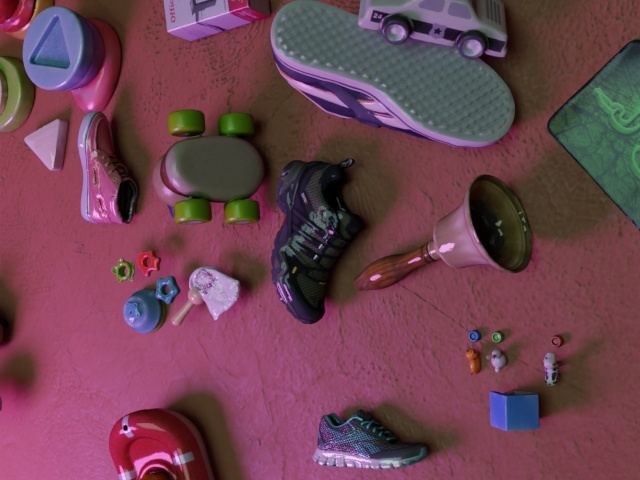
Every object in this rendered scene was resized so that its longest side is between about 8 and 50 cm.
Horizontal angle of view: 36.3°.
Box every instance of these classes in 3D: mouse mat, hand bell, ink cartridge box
[{"bbox_3d":[0.377,-0.123,1.145,0.152,0.007,0.189,-46,70,22],"label":"mouse mat"},{"bbox_3d":[0.135,0.018,1.247,0.242,0.126,0.126,-25,77,41],"label":"hand bell"},{"bbox_3d":[-0.155,-0.365,1.421,0.151,0.063,0.109,-9,85,29],"label":"ink cartridge box"}]

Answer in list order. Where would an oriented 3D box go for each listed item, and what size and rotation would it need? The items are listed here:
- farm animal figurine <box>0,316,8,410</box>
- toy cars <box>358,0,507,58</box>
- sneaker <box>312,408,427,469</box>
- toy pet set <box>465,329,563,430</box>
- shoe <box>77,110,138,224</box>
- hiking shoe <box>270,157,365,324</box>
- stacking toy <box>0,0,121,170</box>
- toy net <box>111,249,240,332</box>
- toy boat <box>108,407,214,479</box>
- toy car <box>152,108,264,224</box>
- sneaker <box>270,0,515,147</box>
[{"bbox_3d":[-0.680,0.172,1.676,0.327,0.172,0.330,-9,77,18],"label":"farm animal figurine"},{"bbox_3d":[0.073,-0.353,1.218,0.394,0.176,0.087,41,141,24],"label":"toy cars"},{"bbox_3d":[0.062,0.263,1.296,0.167,0.065,0.076,-3,84,29],"label":"sneaker"},{"bbox_3d":[0.229,0.171,1.195,0.122,0.065,0.114,-1,89,31],"label":"toy pet set"},{"bbox_3d":[-0.328,-0.112,1.524,0.081,0.063,0.177,6,98,29],"label":"shoe"},{"bbox_3d":[0.000,0.000,1.317,0.114,0.086,0.226,-3,87,33],"label":"hiking shoe"},{"bbox_3d":[-0.492,-0.284,1.578,0.309,0.130,0.279,34,106,26],"label":"stacking toy"},{"bbox_3d":[-0.209,0.070,1.465,0.232,0.045,0.122,-10,83,28],"label":"toy net"},{"bbox_3d":[-0.247,0.362,1.421,0.151,0.151,0.231,-24,78,28],"label":"toy boat"},{"bbox_3d":[-0.183,-0.091,1.425,0.188,0.149,0.155,-16,77,58],"label":"toy car"},{"bbox_3d":[0.091,-0.206,1.254,0.321,0.127,0.126,25,80,3],"label":"sneaker"}]
